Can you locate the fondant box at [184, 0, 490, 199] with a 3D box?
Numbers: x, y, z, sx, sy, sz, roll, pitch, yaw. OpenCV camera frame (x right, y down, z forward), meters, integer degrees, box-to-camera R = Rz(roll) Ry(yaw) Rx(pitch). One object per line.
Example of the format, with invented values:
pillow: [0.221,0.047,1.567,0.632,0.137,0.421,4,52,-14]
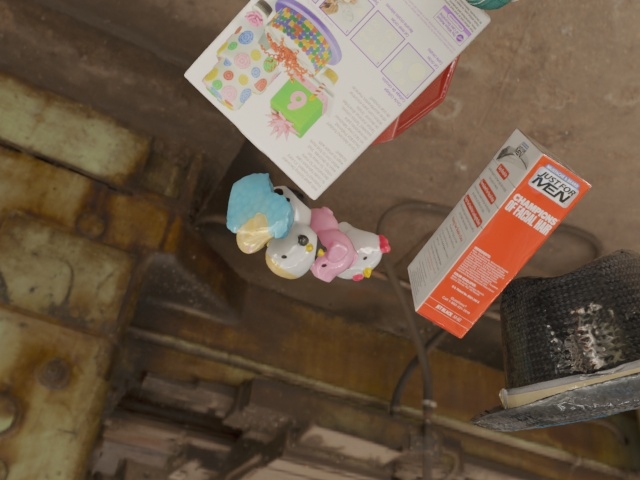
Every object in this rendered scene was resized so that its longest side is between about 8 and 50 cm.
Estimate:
fondant box: [0.020,-0.255,0.875,0.238,0.096,0.330,43,98,-11]

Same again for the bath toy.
bath toy: [0.000,0.000,1.072,0.129,0.151,0.348,-5,165,32]

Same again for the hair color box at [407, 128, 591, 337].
hair color box: [0.148,-0.007,0.571,0.053,0.093,0.167,31,111,-9]

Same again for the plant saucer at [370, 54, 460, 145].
plant saucer: [0.184,-0.306,1.149,0.048,0.258,0.259,33,136,19]

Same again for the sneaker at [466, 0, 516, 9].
sneaker: [0.235,-0.322,0.719,0.121,0.302,0.108,35,136,-9]

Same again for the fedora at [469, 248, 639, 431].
fedora: [0.292,0.100,0.705,0.334,0.152,0.334,-13,165,-3]
